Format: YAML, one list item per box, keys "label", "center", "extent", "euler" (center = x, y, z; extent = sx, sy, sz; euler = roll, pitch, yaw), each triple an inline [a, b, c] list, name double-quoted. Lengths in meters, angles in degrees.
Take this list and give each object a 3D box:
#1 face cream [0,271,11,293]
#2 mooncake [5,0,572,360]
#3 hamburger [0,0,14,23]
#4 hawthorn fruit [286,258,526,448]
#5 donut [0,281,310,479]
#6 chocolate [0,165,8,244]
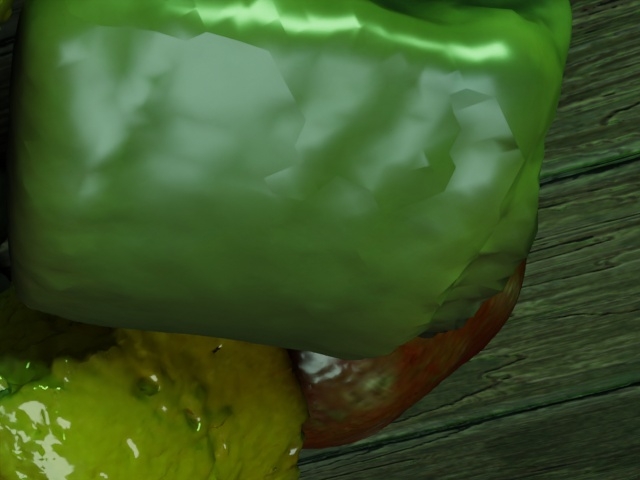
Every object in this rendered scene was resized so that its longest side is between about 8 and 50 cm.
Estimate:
- label: "face cream"
  center: [-0.291, 0.076, 1.538]
  extent: [0.117, 0.104, 0.117]
  euler: [1, 144, 0]
- label: "mooncake"
  center: [-0.016, -0.144, 0.951]
  extent: [0.246, 0.394, 0.393]
  euler: [10, 176, -11]
- label: "hamburger"
  center: [-0.250, -0.182, 1.011]
  extent: [0.212, 0.274, 0.274]
  euler: [25, 139, -26]
- label: "hawthorn fruit"
  center: [0.003, -0.006, 1.277]
  extent: [0.311, 0.295, 0.295]
  euler: [3, 153, -45]
- label: "donut"
  center: [-0.226, 0.102, 1.203]
  extent: [0.435, 0.163, 0.377]
  euler: [22, 141, 26]
- label: "chocolate"
  center: [-0.360, -0.045, 1.377]
  extent: [0.185, 0.100, 0.303]
  euler: [-19, 138, 31]
